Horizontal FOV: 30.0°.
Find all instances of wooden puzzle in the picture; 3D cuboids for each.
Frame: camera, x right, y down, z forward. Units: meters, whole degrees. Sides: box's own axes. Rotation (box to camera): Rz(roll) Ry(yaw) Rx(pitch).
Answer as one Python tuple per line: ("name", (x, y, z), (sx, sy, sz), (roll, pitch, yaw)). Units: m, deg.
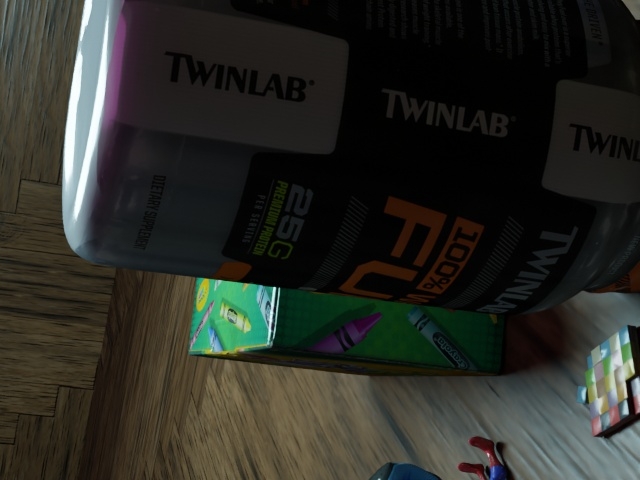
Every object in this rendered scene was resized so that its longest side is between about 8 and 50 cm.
("wooden puzzle", (0.164, 0.079, 0.665), (0.083, 0.006, 0.049), (125, 149, -57))

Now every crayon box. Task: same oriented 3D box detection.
("crayon box", (0.008, 0.057, 0.917), (0.278, 0.165, 0.081), (159, 118, -72))

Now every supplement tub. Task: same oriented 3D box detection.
("supplement tub", (0.034, -0.064, 0.628), (0.193, 0.316, 0.194), (-173, 90, -74))

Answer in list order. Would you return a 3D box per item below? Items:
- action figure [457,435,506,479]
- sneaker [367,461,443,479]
("action figure", (0.112, 0.175, 0.757), (0.115, 0.030, 0.038), (-111, 38, -55))
("sneaker", (0.047, 0.298, 0.748), (0.341, 0.125, 0.140), (-102, 31, -45))
